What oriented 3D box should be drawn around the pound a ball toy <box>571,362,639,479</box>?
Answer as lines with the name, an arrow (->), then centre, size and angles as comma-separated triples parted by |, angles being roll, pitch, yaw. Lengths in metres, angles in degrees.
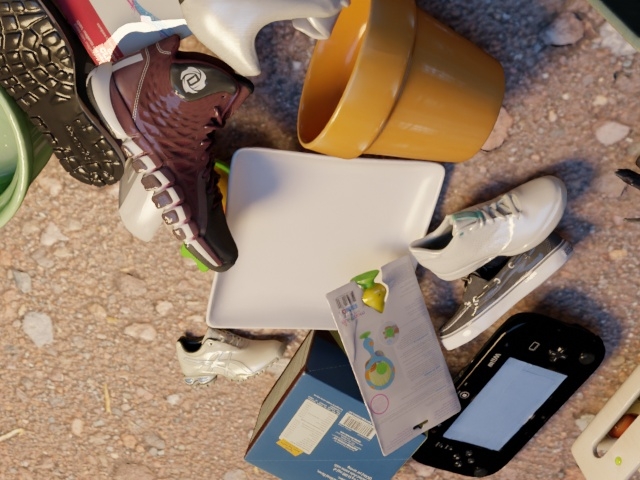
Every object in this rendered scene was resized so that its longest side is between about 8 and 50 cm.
pound a ball toy -> 0.496, 0.247, 1.237 | 0.208, 0.135, 0.319 | 10, 125, -25

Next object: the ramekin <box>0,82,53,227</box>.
ramekin -> -0.495, -0.160, 1.165 | 0.304, 0.148, 0.303 | 5, 121, 8

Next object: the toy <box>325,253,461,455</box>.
toy -> 0.092, 0.151, 1.206 | 0.137, 0.056, 0.237 | -25, 105, -24

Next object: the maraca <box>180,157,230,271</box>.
maraca -> -0.147, -0.030, 1.201 | 0.127, 0.099, 0.185 | 11, 126, 18

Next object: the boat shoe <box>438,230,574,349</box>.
boat shoe -> 0.231, 0.058, 1.195 | 0.076, 0.080, 0.228 | 47, 122, 3

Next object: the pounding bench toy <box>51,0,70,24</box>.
pounding bench toy -> -0.339, -0.296, 1.110 | 0.065, 0.052, 0.083 | -7, 118, 15

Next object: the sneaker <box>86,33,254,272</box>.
sneaker -> -0.128, -0.105, 1.020 | 0.163, 0.106, 0.281 | -30, 113, 2

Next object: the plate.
plate -> 0.000, 0.000, 1.179 | 0.278, 0.045, 0.277 | 3, 123, -15

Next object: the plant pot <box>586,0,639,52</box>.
plant pot -> 0.421, -0.309, 0.849 | 0.252, 0.247, 0.247 | 9, 123, -15

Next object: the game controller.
game controller -> 0.259, 0.227, 1.273 | 0.167, 0.067, 0.319 | 14, 125, -27

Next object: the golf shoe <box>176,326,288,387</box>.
golf shoe -> -0.140, 0.166, 1.337 | 0.176, 0.069, 0.086 | -15, 110, 18

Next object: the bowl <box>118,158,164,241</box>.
bowl -> -0.219, -0.085, 1.152 | 0.053, 0.142, 0.142 | 19, 124, -25

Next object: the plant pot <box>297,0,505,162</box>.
plant pot -> 0.098, -0.176, 1.022 | 0.188, 0.205, 0.205 | 17, 123, -17

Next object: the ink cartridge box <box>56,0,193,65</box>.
ink cartridge box -> -0.193, -0.297, 1.035 | 0.176, 0.128, 0.127 | -20, 115, 21

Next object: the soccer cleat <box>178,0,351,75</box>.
soccer cleat -> 0.005, -0.305, 0.948 | 0.331, 0.116, 0.143 | -38, 106, -4

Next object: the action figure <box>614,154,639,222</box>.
action figure -> 0.449, -0.104, 1.015 | 0.164, 0.141, 0.275 | 15, 121, -11

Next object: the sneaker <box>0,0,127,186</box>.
sneaker -> -0.311, -0.208, 1.094 | 0.107, 0.124, 0.283 | -2, 137, 14

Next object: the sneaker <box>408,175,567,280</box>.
sneaker -> 0.209, -0.020, 1.131 | 0.212, 0.080, 0.094 | -35, 137, 28

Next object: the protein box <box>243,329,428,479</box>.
protein box -> 0.027, 0.263, 1.317 | 0.200, 0.136, 0.201 | 29, 121, -6
